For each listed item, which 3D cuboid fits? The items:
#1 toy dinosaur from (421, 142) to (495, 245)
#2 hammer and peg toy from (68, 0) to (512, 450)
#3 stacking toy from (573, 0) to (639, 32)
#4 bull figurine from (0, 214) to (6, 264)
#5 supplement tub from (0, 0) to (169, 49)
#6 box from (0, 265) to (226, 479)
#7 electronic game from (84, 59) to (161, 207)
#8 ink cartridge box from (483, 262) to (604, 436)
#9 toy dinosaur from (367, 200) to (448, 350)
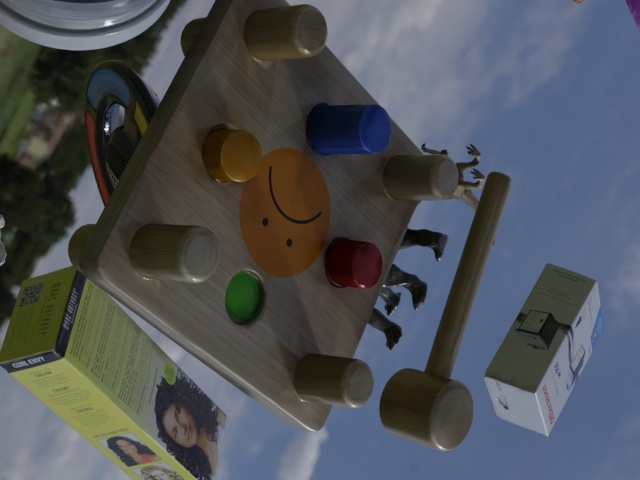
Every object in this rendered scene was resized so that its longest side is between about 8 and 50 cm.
[{"bbox_3d":[0.172,-0.074,1.501,0.092,0.183,0.053,-47,-163,46],"label":"toy dinosaur"},{"bbox_3d":[0.000,0.000,0.904,0.127,0.361,0.266,3,-119,43],"label":"hammer and peg toy"},{"bbox_3d":[0.290,-0.190,0.880,0.302,0.175,0.166,21,-130,42],"label":"stacking toy"},{"bbox_3d":[-0.427,0.045,1.074,0.188,0.101,0.310,29,-119,38],"label":"bull figurine"},{"bbox_3d":[-0.172,-0.280,0.835,0.272,0.191,0.191,116,-6,-62],"label":"supplement tub"},{"bbox_3d":[-0.162,0.124,0.969,0.058,0.232,0.087,-16,-134,24],"label":"box"},{"bbox_3d":[-0.198,-0.076,1.240,0.229,0.048,0.229,40,-41,46],"label":"electronic game"},{"bbox_3d":[0.311,0.151,1.623,0.190,0.082,0.139,-58,149,-22],"label":"ink cartridge box"},{"bbox_3d":[0.043,0.024,1.345,0.313,0.160,0.121,-55,-164,43],"label":"toy dinosaur"}]
